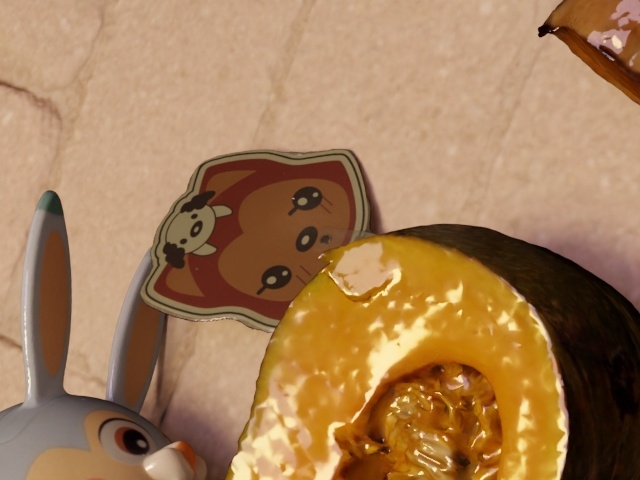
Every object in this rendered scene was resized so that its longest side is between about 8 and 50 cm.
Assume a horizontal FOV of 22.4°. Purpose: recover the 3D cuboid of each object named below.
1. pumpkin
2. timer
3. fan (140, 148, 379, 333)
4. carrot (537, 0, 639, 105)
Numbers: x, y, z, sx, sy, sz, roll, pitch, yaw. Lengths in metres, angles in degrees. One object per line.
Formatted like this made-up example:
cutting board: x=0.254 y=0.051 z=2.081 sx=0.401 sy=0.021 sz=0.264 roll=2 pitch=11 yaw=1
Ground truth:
pumpkin: x=0.034 y=0.143 z=0.824 sx=0.221 sy=0.139 sz=0.317 roll=23 pitch=94 yaw=33
timer: x=-0.126 y=0.123 z=0.934 sx=0.175 sy=0.175 sz=0.255 roll=20 pitch=82 yaw=38
fan: x=0.000 y=0.000 z=0.939 sx=0.220 sy=0.009 sz=0.132 roll=4 pitch=57 yaw=25
carrot: x=0.221 y=-0.179 z=0.803 sx=0.102 sy=0.102 sz=0.263 roll=42 pitch=102 yaw=36
